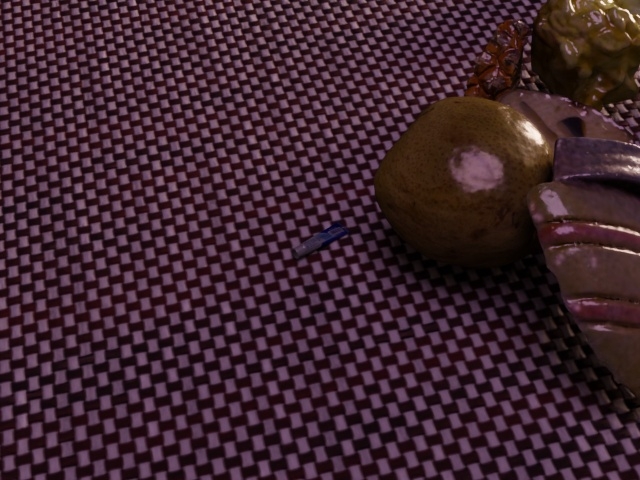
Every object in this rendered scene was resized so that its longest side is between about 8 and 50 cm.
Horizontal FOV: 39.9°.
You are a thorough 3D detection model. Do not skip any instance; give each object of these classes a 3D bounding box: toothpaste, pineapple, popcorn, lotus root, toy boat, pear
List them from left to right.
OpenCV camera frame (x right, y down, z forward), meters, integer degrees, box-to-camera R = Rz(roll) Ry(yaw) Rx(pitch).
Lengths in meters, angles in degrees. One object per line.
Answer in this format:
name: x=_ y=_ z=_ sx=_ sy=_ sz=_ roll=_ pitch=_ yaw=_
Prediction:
toothpaste: x=0.000 y=0.000 z=1.146 sx=0.083 sy=0.015 sz=0.024 roll=-30 pitch=55 yaw=-29
pear: x=0.190 y=-0.069 z=1.088 sx=0.211 sy=0.188 sz=0.228 roll=30 pitch=54 yaw=19
pineapple: x=0.273 y=-0.256 z=1.310 sx=0.069 sy=0.137 sz=0.116 roll=29 pitch=14 yaw=18
lotus root: x=0.339 y=-0.114 z=1.202 sx=0.170 sy=0.074 sz=0.261 roll=-36 pitch=61 yaw=-28
popcorn: x=0.387 y=-0.279 z=1.269 sx=0.167 sy=0.185 sz=0.187 roll=10 pitch=33 yaw=13
toy boat: x=0.344 y=0.014 z=0.994 sx=0.276 sy=0.111 sz=0.293 roll=36 pitch=51 yaw=-18
